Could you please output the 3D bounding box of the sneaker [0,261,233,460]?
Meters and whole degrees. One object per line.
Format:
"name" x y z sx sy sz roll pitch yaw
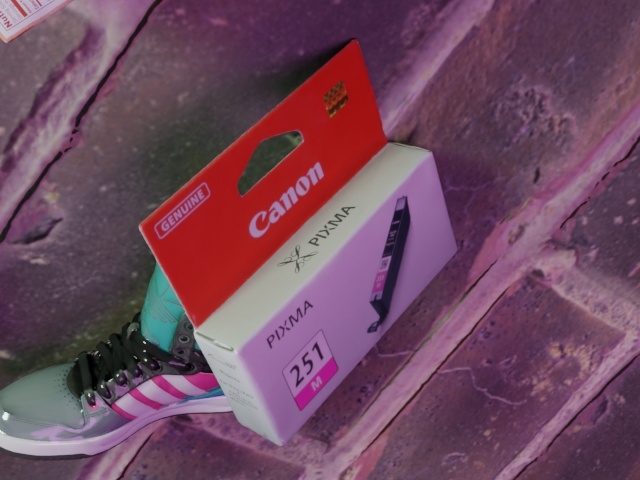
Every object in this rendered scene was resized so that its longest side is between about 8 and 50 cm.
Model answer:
"sneaker" -0.159 0.092 0.895 0.296 0.124 0.178 -13 133 -21

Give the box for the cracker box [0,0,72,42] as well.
"cracker box" -0.135 -0.243 0.648 0.232 0.155 0.067 -31 129 3

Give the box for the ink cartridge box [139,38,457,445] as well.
"ink cartridge box" 0.000 0.000 0.852 0.275 0.060 0.239 -45 135 -27
